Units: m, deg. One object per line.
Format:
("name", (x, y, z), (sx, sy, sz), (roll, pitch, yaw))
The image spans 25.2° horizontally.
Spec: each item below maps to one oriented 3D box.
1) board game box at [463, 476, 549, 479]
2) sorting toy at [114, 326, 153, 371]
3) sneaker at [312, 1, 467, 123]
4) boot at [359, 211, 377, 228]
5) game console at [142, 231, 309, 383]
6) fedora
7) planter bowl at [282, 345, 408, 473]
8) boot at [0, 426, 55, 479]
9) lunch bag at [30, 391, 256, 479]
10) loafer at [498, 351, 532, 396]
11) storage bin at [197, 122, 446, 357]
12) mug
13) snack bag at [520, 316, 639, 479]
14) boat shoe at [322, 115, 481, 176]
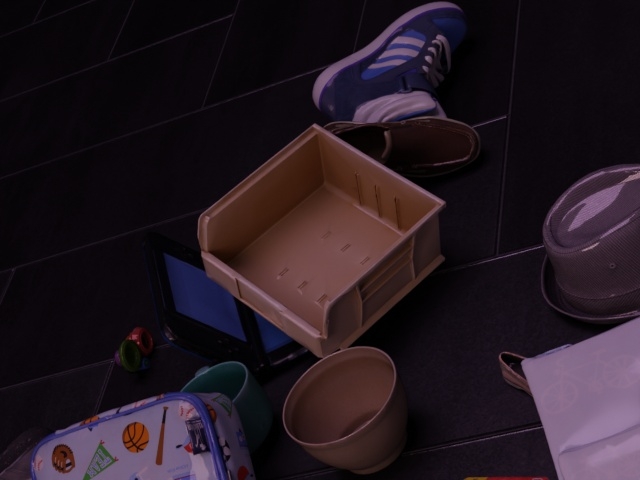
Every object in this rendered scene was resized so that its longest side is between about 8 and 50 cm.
("board game box", (0.175, 0.369, 1.640), (0.124, 0.039, 0.259), (-7, 39, 34))
("sorting toy", (-0.299, 0.178, 2.253), (0.042, 0.061, 0.102), (-16, 14, 26))
("sneaker", (0.170, -0.253, 2.373), (0.323, 0.130, 0.236), (-32, 48, -18))
("boot", (0.034, -0.052, 2.245), (0.219, 0.082, 0.106), (7, 48, 43))
("game console", (-0.109, 0.057, 2.158), (0.173, 0.250, 0.293), (-54, 28, 19))
("fedora", (0.399, -0.017, 1.855), (0.275, 0.124, 0.243), (-23, 35, 16))
("planter bowl", (0.048, 0.232, 1.849), (0.162, 0.109, 0.162), (-22, 36, 17))
("boot", (-0.433, 0.421, 2.019), (0.223, 0.118, 0.338), (21, 66, 45))
("lunch bag", (-0.221, 0.334, 1.864), (0.303, 0.115, 0.243), (-19, 78, 23))
("loafer", (0.272, 0.171, 1.799), (0.045, 0.039, 0.125), (-47, 36, -21))
("storage bin", (0.000, 0.000, 2.066), (0.262, 0.123, 0.260), (34, 61, 32))
("mug", (-0.127, 0.238, 1.993), (0.129, 0.097, 0.157), (-18, 29, 29))
("snack bag", (0.410, 0.195, 1.626), (0.323, 0.037, 0.342), (-25, 41, 13))
("boat shoe", (0.116, -0.141, 2.218), (0.257, 0.095, 0.095), (-2, 7, 13))
